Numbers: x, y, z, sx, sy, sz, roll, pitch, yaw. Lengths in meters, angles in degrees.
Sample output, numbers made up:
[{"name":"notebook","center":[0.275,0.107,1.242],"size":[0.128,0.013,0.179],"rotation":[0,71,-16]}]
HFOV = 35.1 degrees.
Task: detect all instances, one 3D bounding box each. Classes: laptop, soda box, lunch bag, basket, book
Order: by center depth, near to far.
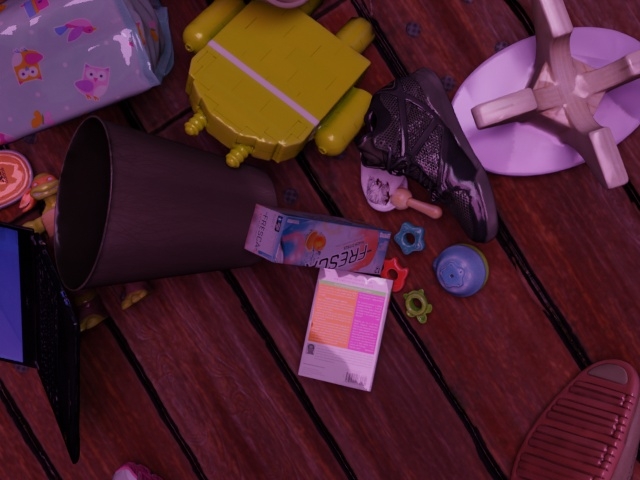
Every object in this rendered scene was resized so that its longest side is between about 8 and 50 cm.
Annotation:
[{"name":"laptop","center":[-0.387,0.110,1.205],"size":[0.137,0.264,0.234],"rotation":[-11,133,-26]},{"name":"basket","center":[-0.179,-0.034,1.206],"size":[0.227,0.154,0.204],"rotation":[4,107,-36]},{"name":"lunch bag","center":[-0.299,-0.234,1.216],"size":[0.223,0.262,0.160],"rotation":[-20,111,4]},{"name":"soda box","center":[0.000,0.000,1.228],"size":[0.063,0.183,0.058],"rotation":[23,101,46]},{"name":"book","center":[0.033,0.111,1.290],"size":[0.096,0.035,0.144],"rotation":[12,91,9]}]

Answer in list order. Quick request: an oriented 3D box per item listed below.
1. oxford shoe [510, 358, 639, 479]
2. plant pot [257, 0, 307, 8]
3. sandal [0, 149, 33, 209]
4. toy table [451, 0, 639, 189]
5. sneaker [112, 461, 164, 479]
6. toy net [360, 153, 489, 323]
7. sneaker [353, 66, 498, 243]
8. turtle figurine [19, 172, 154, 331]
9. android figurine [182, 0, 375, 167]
[{"name":"oxford shoe","center":[0.318,0.342,1.252],"size":[0.146,0.140,0.397],"rotation":[27,85,-28]},{"name":"plant pot","center":[-0.145,-0.422,1.221],"size":[0.274,0.256,0.256],"rotation":[12,89,27]},{"name":"sandal","center":[-0.505,-0.056,1.300],"size":[0.265,0.076,0.102],"rotation":[-22,88,2]},{"name":"toy table","center":[0.295,-0.176,1.229],"size":[0.274,0.161,0.252],"rotation":[-31,88,0]},{"name":"sneaker","center":[-0.209,0.402,1.265],"size":[0.111,0.103,0.252],"rotation":[-25,87,0]},{"name":"toy net","center":[0.112,-0.017,1.295],"size":[0.122,0.045,0.232],"rotation":[-33,84,30]},{"name":"sneaker","center":[0.120,-0.085,1.212],"size":[0.130,0.087,0.227],"rotation":[-24,84,-14]},{"name":"turtle figurine","center":[-0.323,0.003,1.286],"size":[0.269,0.087,0.217],"rotation":[-28,95,-7]},{"name":"android figurine","center":[-0.054,-0.203,1.244],"size":[0.248,0.056,0.273],"rotation":[36,64,2]}]
